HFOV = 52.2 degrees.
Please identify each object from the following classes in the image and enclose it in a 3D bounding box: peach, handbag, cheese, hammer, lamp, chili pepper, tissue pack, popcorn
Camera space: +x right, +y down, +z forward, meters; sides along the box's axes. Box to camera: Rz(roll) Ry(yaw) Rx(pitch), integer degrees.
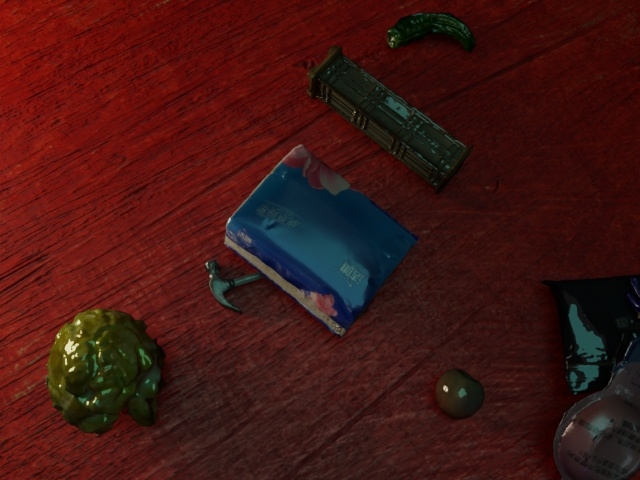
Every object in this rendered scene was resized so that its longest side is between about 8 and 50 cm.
[{"bbox_3d":[0.231,0.258,1.092,0.083,0.083,0.083,1,74,-3],"label":"peach"},{"bbox_3d":[0.529,0.158,1.135,0.254,0.089,0.211,-4,67,-7],"label":"handbag"},{"bbox_3d":[0.482,0.294,1.062,0.189,0.074,0.286,22,97,-16],"label":"cheese"},{"bbox_3d":[-0.074,0.056,1.158,0.246,0.029,0.103,-16,75,-9],"label":"hammer"},{"bbox_3d":[0.123,-0.225,1.219,0.325,0.089,0.090,39,76,8],"label":"lamp"},{"bbox_3d":[0.220,-0.416,1.301,0.182,0.050,0.073,-1,67,-7],"label":"chili pepper"},{"bbox_3d":[0.000,0.000,1.098,0.269,0.137,0.209,40,74,6],"label":"tissue pack"},{"bbox_3d":[-0.329,0.213,1.032,0.212,0.198,0.198,36,73,-21],"label":"popcorn"}]

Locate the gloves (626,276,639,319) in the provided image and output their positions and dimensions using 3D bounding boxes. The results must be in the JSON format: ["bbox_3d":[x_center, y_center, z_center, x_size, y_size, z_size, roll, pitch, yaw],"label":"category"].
[{"bbox_3d":[0.554,0.099,1.110,0.064,0.026,0.086,17,56,7],"label":"gloves"}]
